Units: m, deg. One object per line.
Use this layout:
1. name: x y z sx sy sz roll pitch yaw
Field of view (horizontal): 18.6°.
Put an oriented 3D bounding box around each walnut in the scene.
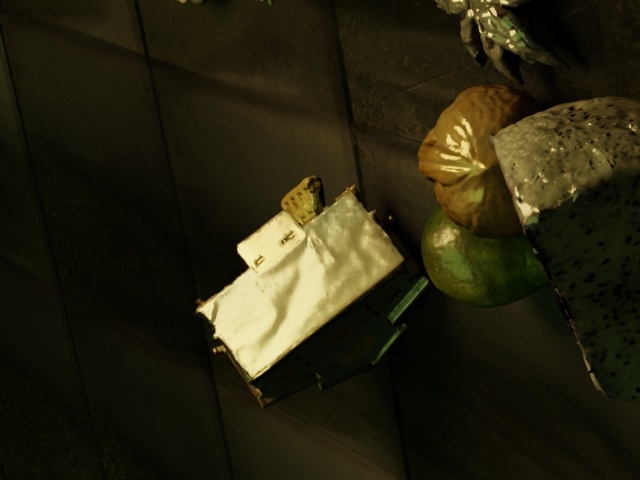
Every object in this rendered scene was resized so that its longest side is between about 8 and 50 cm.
1. walnut: 0.173 -0.078 1.950 0.184 0.155 0.155 -35 -77 -83

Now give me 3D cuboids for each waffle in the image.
1. waffle: 0.000 0.000 2.468 0.097 0.023 0.152 -30 82 63

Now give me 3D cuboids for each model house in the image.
1. model house: -0.001 0.073 2.364 0.178 0.271 0.206 51 -176 25

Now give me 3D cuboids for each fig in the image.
1. fig: 0.189 0.013 2.055 0.156 0.123 0.123 4 114 47

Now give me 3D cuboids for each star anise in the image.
1. star anise: 0.168 -0.240 1.961 0.204 0.061 0.180 64 152 5

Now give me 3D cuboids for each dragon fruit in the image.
1. dragon fruit: 0.290 -0.023 1.781 0.221 0.204 0.283 -106 -10 -52

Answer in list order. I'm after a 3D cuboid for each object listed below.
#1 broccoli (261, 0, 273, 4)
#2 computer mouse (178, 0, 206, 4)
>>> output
1. broccoli: -0.075 -0.382 2.113 0.235 0.260 0.288 10 131 14
2. computer mouse: -0.224 -0.408 2.510 0.310 0.072 0.158 37 141 44
